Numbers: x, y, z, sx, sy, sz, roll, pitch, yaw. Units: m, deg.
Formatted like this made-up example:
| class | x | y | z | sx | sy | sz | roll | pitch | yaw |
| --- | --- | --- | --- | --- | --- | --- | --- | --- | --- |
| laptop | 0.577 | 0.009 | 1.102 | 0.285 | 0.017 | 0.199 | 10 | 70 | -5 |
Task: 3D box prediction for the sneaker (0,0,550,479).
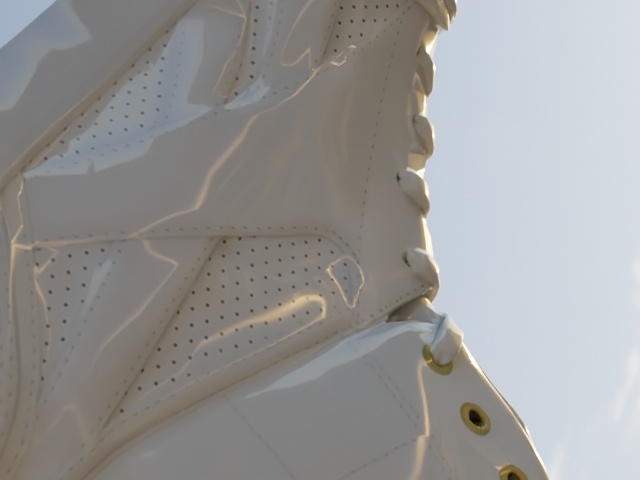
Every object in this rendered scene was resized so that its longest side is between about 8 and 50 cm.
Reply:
| class | x | y | z | sx | sy | sz | roll | pitch | yaw |
| --- | --- | --- | --- | --- | --- | --- | --- | --- | --- |
| sneaker | 0.000 | 0.000 | 0.429 | 0.292 | 0.169 | 0.108 | -50 | 4 | -32 |
